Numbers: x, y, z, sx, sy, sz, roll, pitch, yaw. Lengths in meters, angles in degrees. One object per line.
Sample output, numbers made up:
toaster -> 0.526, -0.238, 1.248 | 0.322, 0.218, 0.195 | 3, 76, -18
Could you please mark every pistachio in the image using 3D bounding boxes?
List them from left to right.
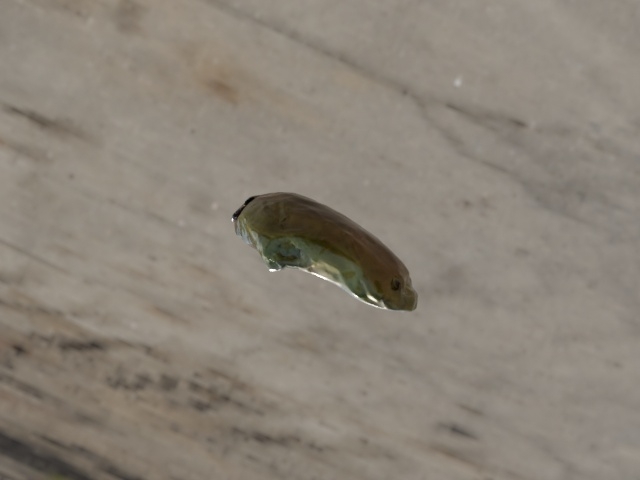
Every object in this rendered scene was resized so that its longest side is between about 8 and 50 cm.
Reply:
pistachio -> 0.000, 0.000, 1.096 | 0.089, 0.049, 0.173 | -2, -160, -44
